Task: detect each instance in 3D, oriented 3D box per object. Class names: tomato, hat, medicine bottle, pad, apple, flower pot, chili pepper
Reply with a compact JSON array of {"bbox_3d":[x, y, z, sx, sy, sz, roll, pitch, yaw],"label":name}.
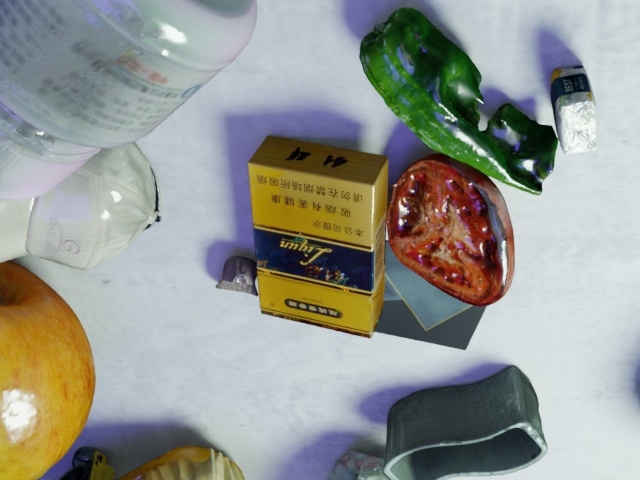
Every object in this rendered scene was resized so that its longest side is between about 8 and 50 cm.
[{"bbox_3d":[0.165,-0.024,0.967,0.166,0.082,0.174,30,136,27],"label":"tomato"},{"bbox_3d":[-0.106,0.045,1.098,0.058,0.042,0.087,11,163,1],"label":"hat"},{"bbox_3d":[-0.311,-0.020,0.970,0.164,0.226,0.219,32,130,7],"label":"hat"},{"bbox_3d":[-0.237,-0.196,0.784,0.302,0.241,0.241,-34,118,28],"label":"medicine bottle"},{"bbox_3d":[0.102,0.069,1.111,0.243,0.004,0.163,12,129,-3],"label":"pad"},{"bbox_3d":[-0.439,0.156,1.065,0.299,0.299,0.275,13,115,-4],"label":"apple"},{"bbox_3d":[0.202,0.273,1.197,0.229,0.108,0.103,-19,124,21],"label":"flower pot"},{"bbox_3d":[0.147,-0.138,0.879,0.253,0.083,0.099,35,82,-19],"label":"chili pepper"}]

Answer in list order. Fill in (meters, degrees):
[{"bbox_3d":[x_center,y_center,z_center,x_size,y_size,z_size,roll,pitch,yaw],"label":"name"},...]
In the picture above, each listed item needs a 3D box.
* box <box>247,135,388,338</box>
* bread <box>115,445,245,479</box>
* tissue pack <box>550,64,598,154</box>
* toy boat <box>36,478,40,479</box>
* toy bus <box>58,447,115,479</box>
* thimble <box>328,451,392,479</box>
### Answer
[{"bbox_3d":[0.000,0.000,1.008,0.152,0.070,0.237,12,129,15],"label":"box"},{"bbox_3d":[-0.286,0.475,1.295,0.389,0.183,0.236,-27,128,-7],"label":"bread"},{"bbox_3d":[0.265,-0.137,0.875,0.042,0.083,0.062,-6,127,12],"label":"tissue pack"},{"bbox_3d":[-0.518,0.316,1.318,0.200,0.100,0.290,10,128,-1],"label":"toy boat"},{"bbox_3d":[-0.447,0.486,1.435,0.123,0.121,0.335,33,124,-26],"label":"toy bus"},{"bbox_3d":[0.089,0.429,1.286,0.149,0.185,0.211,19,121,-11],"label":"thimble"}]
